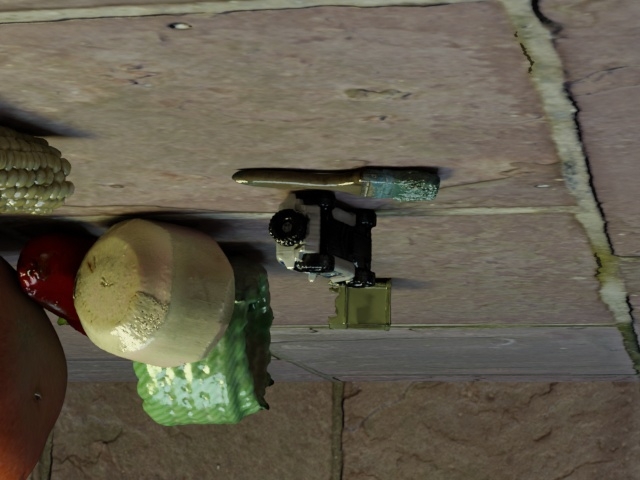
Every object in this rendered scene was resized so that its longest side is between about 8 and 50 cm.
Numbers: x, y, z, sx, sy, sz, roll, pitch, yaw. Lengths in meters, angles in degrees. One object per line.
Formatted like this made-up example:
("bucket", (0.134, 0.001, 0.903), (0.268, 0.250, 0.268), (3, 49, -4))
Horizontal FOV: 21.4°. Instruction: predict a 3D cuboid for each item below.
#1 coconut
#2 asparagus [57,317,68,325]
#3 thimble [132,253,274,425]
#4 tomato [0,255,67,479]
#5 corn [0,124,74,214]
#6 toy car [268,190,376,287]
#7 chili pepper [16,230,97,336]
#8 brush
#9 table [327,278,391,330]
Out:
("coconut", (-0.176, 0.060, 1.874), (0.170, 0.171, 0.183), (-6, 165, 37))
("asparagus", (-0.317, 0.107, 2.520), (0.236, 0.027, 0.034), (-8, 171, 40))
("thimble", (-0.139, 0.114, 2.049), (0.150, 0.219, 0.219), (-1, 170, 7))
("tomato", (-0.424, 0.158, 1.931), (0.272, 0.342, 0.341), (-8, 167, 22))
("corn", (-0.296, -0.067, 1.412), (0.087, 0.087, 0.211), (-4, 174, 27))
("toy car", (0.000, 0.000, 1.732), (0.070, 0.080, 0.170), (-4, 169, 26))
("chili pepper", (-0.278, 0.055, 2.008), (0.110, 0.110, 0.387), (0, 169, 8))
("brush", (0.014, -0.054, 1.597), (0.196, 0.021, 0.070), (2, 168, 0))
("table", (0.052, 0.086, 2.255), (0.083, 0.062, 0.079), (1, 170, 1))
